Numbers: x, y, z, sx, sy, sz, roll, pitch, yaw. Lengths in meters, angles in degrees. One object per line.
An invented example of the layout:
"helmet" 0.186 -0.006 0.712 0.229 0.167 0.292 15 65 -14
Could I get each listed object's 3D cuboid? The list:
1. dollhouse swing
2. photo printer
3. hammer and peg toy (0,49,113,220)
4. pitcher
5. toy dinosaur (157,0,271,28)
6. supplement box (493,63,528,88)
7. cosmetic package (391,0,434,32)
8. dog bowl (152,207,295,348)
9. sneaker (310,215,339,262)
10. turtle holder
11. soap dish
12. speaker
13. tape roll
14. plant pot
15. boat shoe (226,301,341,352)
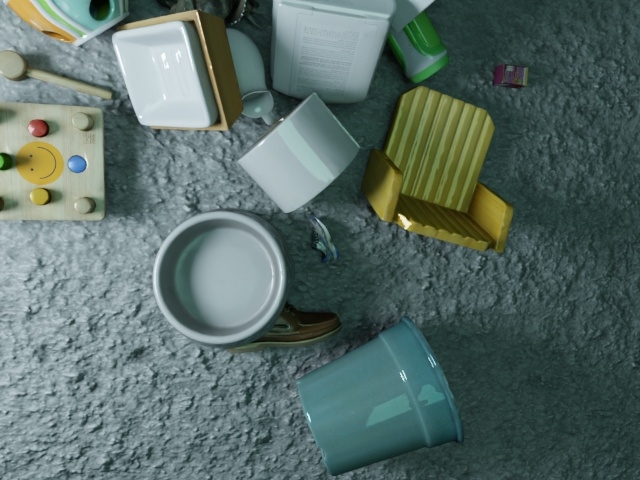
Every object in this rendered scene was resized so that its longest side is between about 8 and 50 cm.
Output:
"dollhouse swing" 0.332 -0.194 1.282 0.347 0.315 0.304 15 112 -16
"photo printer" 0.013 -0.436 1.148 0.256 0.307 0.107 6 66 -4
"hammer and peg toy" -0.599 -0.223 1.084 0.266 0.127 0.361 1 96 -16
"pitcher" -0.177 -0.380 1.184 0.126 0.178 0.207 -29 73 7
"toy dinosaur" -0.283 -0.537 1.145 0.314 0.121 0.160 -30 90 -15
"supplement box" 0.543 -0.468 1.425 0.083 0.043 0.054 2 96 -17
"cosmetic package" 0.239 -0.712 1.153 0.230 0.161 0.453 44 56 -15
"dog bowl" -0.233 0.087 1.191 0.349 0.102 0.348 0 85 -5
"sneaker" 0.000 0.000 1.322 0.058 0.052 0.135 -28 103 -7
"turtle holder" -0.507 -0.556 1.043 0.227 0.243 0.320 58 40 -29
"soap dish" -0.300 -0.355 1.067 0.118 0.291 0.228 -36 125 -41
"speaker" 0.211 -0.558 1.278 0.131 0.131 0.296 -37 105 -9
"tape roll" -0.053 -0.206 1.182 0.246 0.246 0.169 -45 105 -7
"plant pot" 0.135 0.415 1.282 0.334 0.341 0.341 -22 102 -4
"boat shoe" -0.094 0.212 1.288 0.308 0.111 0.104 -8 100 -15
